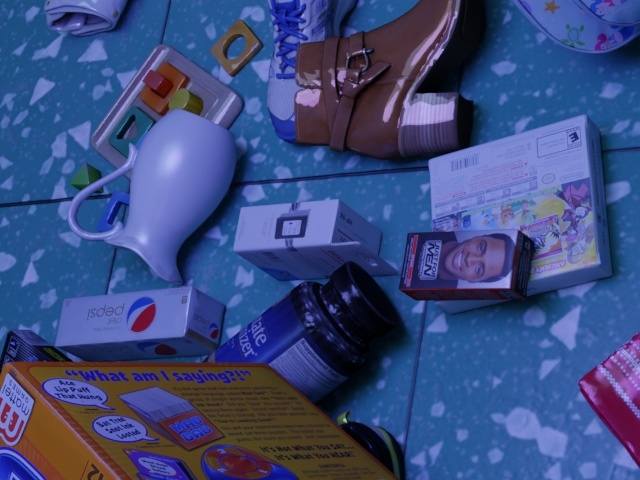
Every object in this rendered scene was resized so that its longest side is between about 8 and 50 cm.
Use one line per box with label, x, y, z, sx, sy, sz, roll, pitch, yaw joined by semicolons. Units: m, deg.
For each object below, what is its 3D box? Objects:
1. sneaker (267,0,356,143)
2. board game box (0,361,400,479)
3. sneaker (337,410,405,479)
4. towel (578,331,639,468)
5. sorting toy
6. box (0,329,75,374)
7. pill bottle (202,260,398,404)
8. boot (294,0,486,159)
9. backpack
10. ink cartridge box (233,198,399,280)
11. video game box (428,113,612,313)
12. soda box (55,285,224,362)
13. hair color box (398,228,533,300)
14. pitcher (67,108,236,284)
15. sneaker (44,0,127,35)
sneaker;-0.032;-0.273;2.097;0.111;0.131;0.297;-3;68;32
board game box;-0.142;0.362;1.662;0.356;0.356;0.356;38;113;40
sneaker;0.048;0.300;1.788;0.084;0.097;0.235;-28;55;22
towel;0.408;0.124;1.652;0.275;0.031;0.199;-43;49;14
sorting toy;-0.218;-0.166;2.230;0.196;0.047;0.348;37;92;40
box;-0.358;0.235;2.106;0.190;0.045;0.184;30;105;40
pill bottle;-0.022;0.126;1.905;0.219;0.123;0.123;-39;52;14
boot;0.082;-0.236;2.001;0.220;0.109;0.284;2;83;23
backpack;0.319;-0.334;1.814;0.253;0.225;0.191;-37;14;22
ink cartridge box;0.000;0.000;1.961;0.180;0.104;0.060;-4;66;33
video game box;0.223;-0.028;1.854;0.205;0.048;0.187;-15;59;29
soda box;-0.231;0.109;2.090;0.216;0.074;0.069;-7;65;33
hair color box;0.160;0.028;1.815;0.141;0.043;0.072;-3;69;33
pitcher;-0.214;-0.070;2.112;0.177;0.125;0.207;25;87;2
sneaker;-0.386;-0.395;2.417;0.292;0.108;0.169;17;76;38
